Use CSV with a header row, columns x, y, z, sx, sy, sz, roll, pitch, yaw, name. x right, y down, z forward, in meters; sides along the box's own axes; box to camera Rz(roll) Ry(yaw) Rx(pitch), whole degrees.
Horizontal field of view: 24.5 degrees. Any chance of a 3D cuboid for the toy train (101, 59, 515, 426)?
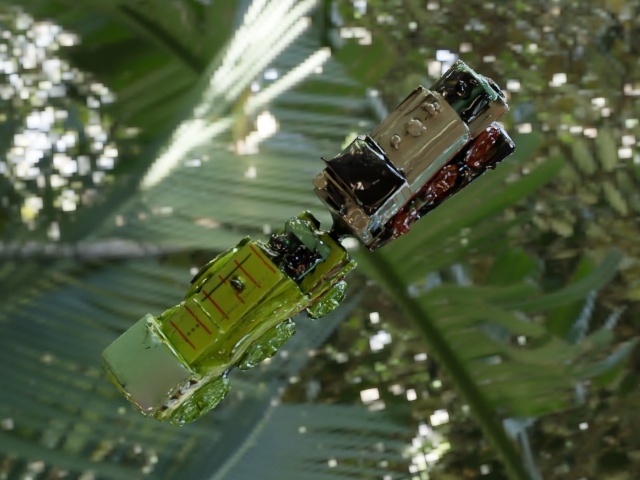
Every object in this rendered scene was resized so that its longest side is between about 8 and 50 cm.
x,y,z,sx,sy,sz,roll,pitch,yaw,name
0.000,0.000,0.760,0.053,0.249,0.085,48,-3,18,toy train
